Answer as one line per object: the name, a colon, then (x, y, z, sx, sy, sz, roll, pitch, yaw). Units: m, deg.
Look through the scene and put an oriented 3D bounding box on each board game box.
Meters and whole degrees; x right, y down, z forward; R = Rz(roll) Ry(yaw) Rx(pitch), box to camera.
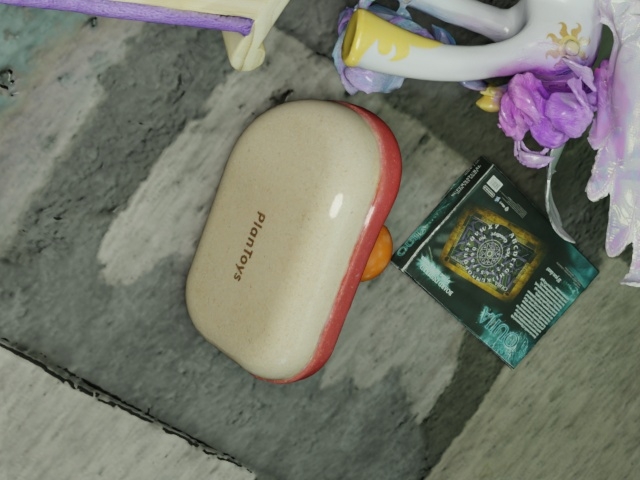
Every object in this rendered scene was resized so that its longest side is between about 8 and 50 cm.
board game box: (0.161, 0.023, 1.574, 0.126, 0.026, 0.186, -48, 127, 1)

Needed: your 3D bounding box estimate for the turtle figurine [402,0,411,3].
turtle figurine: (0.022, -0.273, 1.216, 0.118, 0.234, 0.175, 18, 104, -37)

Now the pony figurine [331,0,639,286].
pony figurine: (0.195, -0.167, 1.375, 0.363, 0.303, 0.351, 13, 99, -18)

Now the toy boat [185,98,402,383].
toy boat: (0.000, 0.000, 1.409, 0.151, 0.151, 0.231, 4, 113, -47)

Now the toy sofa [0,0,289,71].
toy sofa: (-0.204, -0.200, 1.139, 0.362, 0.150, 0.177, 3, 145, -30)
